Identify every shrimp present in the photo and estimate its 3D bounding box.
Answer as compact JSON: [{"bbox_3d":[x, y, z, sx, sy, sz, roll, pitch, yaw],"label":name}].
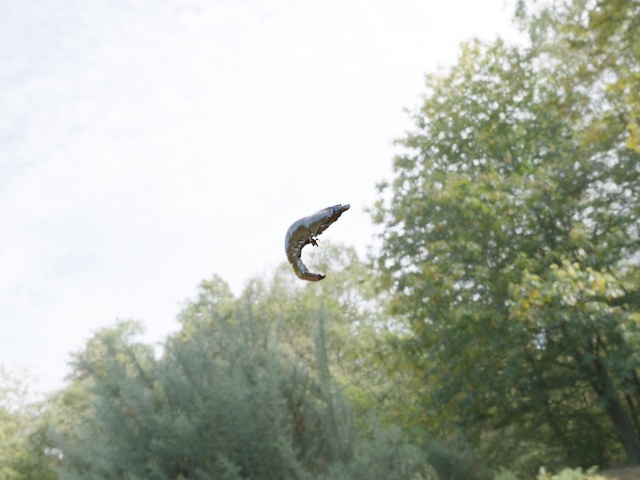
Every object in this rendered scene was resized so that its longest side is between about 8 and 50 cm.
[{"bbox_3d":[0.000,0.000,0.812,0.025,0.091,0.127,1,-31,-45],"label":"shrimp"}]
